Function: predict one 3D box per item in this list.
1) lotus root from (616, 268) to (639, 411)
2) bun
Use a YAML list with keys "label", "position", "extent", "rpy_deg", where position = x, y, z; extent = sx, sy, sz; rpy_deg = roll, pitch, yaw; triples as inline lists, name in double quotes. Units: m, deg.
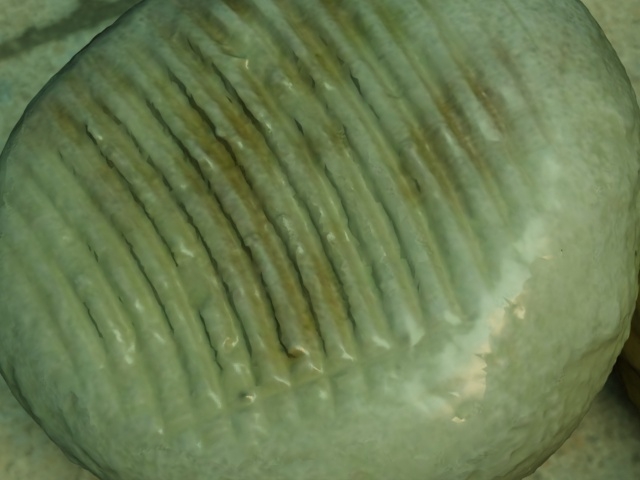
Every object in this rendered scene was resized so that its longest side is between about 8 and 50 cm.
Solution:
- label: "lotus root"
  position: [0.242, 0.045, 0.862]
  extent: [0.151, 0.343, 0.169]
  rpy_deg: [-31, 112, -16]
- label: "bun"
  position: [0.000, 0.000, 0.883]
  extent: [0.362, 0.211, 0.361]
  rpy_deg: [-5, 69, 13]
